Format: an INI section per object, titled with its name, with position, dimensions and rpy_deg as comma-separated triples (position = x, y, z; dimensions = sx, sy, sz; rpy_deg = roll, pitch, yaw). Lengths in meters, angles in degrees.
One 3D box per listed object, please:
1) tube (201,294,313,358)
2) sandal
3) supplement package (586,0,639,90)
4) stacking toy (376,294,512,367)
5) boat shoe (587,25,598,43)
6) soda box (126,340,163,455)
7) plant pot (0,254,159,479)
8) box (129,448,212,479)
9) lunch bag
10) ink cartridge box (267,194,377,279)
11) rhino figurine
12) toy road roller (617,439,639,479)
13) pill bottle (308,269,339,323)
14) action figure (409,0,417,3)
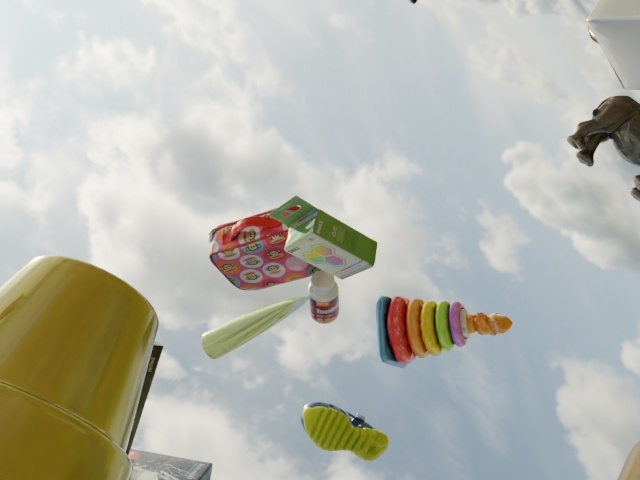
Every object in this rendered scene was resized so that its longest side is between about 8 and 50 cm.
[tube]
position = -0.129, 0.166, 1.161
dimensions = 0.062, 0.240, 0.070
rpy_deg = 51, -161, -31
[sandal]
position = 0.056, 0.558, 1.733
dimensions = 0.317, 0.126, 0.138
rpy_deg = 37, -178, -32
[supplement package]
position = 0.572, -0.318, 0.802
dimensions = 0.175, 0.177, 0.293
rpy_deg = 35, 177, -37
[stacking toy]
position = 0.286, 0.197, 1.331
dimensions = 0.175, 0.302, 0.166
rpy_deg = 32, -126, -57
[boat shoe]
position = 0.595, -0.424, 1.194
dimensions = 0.043, 0.049, 0.137
rpy_deg = 56, -161, -50
[soda box]
position = -0.272, 0.211, 0.778
dimensions = 0.060, 0.053, 0.169
rpy_deg = 19, -94, -48
[plant pot]
position = -0.293, 0.156, 0.604
dimensions = 0.254, 0.254, 0.239
rpy_deg = 38, -130, -22
[box]
position = -0.443, 0.607, 1.262
dimensions = 0.343, 0.312, 0.179
rpy_deg = -4, -78, -82
[lunch bag]
position = -0.151, 0.018, 1.575
dimensions = 0.258, 0.293, 0.120
rpy_deg = 54, -154, -50
[ink cartridge box]
position = 0.000, 0.000, 1.167
dimensions = 0.209, 0.109, 0.062
rpy_deg = 29, -123, -25
[rhino figurine]
position = 0.472, -0.110, 0.804
dimensions = 0.243, 0.106, 0.073
rpy_deg = 37, -178, 9
[toy road roller]
position = 0.475, 0.421, 0.791
dimensions = 0.240, 0.329, 0.202
rpy_deg = 47, -137, 16
[pill bottle]
position = 0.009, 0.157, 1.618
dimensions = 0.086, 0.152, 0.086
rpy_deg = -2, -135, 2
[action figure]
position = 0.264, -0.561, 1.067
dimensions = 0.341, 0.330, 0.178
rpy_deg = 37, 168, 39
